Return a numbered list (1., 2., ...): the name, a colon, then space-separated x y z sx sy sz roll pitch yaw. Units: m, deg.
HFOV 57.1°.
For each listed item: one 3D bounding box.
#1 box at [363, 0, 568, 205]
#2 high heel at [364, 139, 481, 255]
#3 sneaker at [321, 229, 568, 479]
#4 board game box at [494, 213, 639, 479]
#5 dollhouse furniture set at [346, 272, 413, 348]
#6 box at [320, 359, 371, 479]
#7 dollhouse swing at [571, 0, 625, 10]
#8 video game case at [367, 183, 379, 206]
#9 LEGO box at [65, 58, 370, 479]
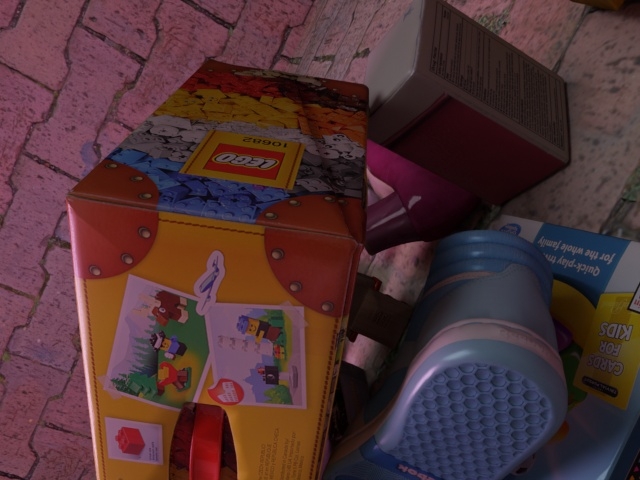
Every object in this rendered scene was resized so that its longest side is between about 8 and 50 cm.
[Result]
1. box: 0.178 -0.170 0.737 0.127 0.232 0.148 -39 32 52
2. high heel: 0.162 -0.115 0.972 0.181 0.127 0.377 -22 34 20
3. sneaker: 0.112 0.122 0.535 0.319 0.127 0.208 -61 2 44
4. board game box: 0.198 0.155 0.543 0.336 0.079 0.254 -65 20 1
5. dollhouse furniture set: 0.047 0.095 0.984 0.262 0.135 0.259 -65 8 2
6. box: -0.001 0.324 0.888 0.231 0.056 0.183 -56 22 24
7. dollhouse swing: 0.380 -0.394 0.531 0.346 0.315 0.305 -58 43 20
8. video game case: 0.000 0.000 1.290 0.329 0.036 0.300 -62 20 12
9. LEGO box: -0.080 0.107 0.638 0.372 0.193 0.500 -80 -2 -60
